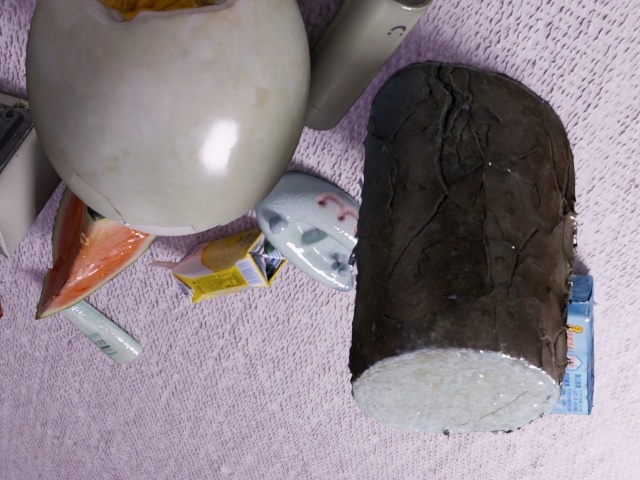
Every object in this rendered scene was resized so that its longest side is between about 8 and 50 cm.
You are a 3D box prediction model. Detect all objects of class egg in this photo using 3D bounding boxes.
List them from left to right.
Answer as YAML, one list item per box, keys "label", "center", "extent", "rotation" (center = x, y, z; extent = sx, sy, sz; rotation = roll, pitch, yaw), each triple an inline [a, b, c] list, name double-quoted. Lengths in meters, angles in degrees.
- label: "egg"
  center: [-0.149, -0.142, 0.953]
  extent: [0.278, 0.278, 0.336]
  rotation: [14, 138, 8]

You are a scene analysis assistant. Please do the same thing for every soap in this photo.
- label: "soap"
  center: [0.283, 0.139, 1.253]
  extent: [0.156, 0.077, 0.293]
  rotation: [5, 139, 18]

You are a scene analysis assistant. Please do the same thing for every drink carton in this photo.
- label: "drink carton"
  center: [-0.148, 0.041, 1.325]
  extent: [0.200, 0.084, 0.074]
  rotation: [-14, 120, 37]

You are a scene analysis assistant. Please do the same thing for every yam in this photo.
- label: "yam"
  center: [0.145, 0.014, 0.993]
  extent: [0.241, 0.348, 0.241]
  rotation: [6, 148, 4]

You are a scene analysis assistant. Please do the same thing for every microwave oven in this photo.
- label: "microwave oven"
  center: [-0.484, -0.102, 1.222]
  extent: [0.240, 0.194, 0.145]
  rotation: [16, 140, 9]

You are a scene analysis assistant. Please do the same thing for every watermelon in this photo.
- label: "watermelon"
  center: [-0.315, -0.024, 1.294]
  extent: [0.128, 0.159, 0.303]
  rotation: [54, 141, 6]

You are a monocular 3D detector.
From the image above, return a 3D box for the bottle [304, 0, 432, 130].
- label: "bottle"
  center: [0.035, -0.197, 0.974]
  extent: [0.072, 0.072, 0.201]
  rotation: [29, 140, -10]

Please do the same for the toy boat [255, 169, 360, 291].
- label: "toy boat"
  center: [0.000, 0.000, 1.218]
  extent: [0.134, 0.079, 0.207]
  rotation: [-17, 130, 40]

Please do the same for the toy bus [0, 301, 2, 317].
- label: "toy bus"
  center: [-0.655, 0.082, 1.606]
  extent: [0.234, 0.073, 0.096]
  rotation: [18, 134, 5]

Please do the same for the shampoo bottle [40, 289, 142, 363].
- label: "shampoo bottle"
  center: [-0.377, 0.133, 1.564]
  extent: [0.069, 0.041, 0.191]
  rotation: [-13, 131, 41]
